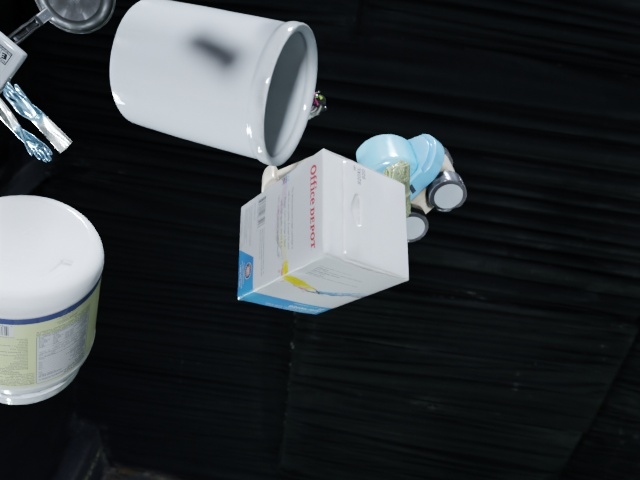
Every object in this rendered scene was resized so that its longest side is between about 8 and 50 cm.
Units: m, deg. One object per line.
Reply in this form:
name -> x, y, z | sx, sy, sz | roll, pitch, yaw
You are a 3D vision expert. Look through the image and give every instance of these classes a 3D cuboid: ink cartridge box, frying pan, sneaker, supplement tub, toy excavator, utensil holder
ink cartridge box -> 0.000, 0.000, 0.932 | 0.233, 0.168, 0.171 | -27, 55, 47
frying pan -> -0.687, -0.611, 1.486 | 0.053, 0.326, 0.197 | -124, 19, -59
sneaker -> -0.026, -0.386, 1.613 | 0.170, 0.075, 0.063 | 29, -134, -73
supplement tub -> -0.500, 0.111, 0.994 | 0.235, 0.235, 0.325 | -79, 11, -47
toy excavator -> 0.116, -0.178, 1.671 | 0.433, 0.445, 0.222 | -44, 28, 26
utensil holder -> -0.241, -0.381, 1.382 | 0.327, 0.385, 0.327 | 17, -90, -77

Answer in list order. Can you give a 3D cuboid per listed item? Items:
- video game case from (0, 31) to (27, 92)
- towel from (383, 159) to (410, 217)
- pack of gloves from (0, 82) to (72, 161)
video game case -> -0.640, -0.315, 0.993 | 0.193, 0.212, 0.023 | -45, 14, 15
towel -> 0.140, -0.085, 1.049 | 0.148, 0.027, 0.110 | -35, -58, -68
pack of gloves -> -0.834, -0.321, 1.653 | 0.195, 0.232, 0.046 | -19, 28, 44
